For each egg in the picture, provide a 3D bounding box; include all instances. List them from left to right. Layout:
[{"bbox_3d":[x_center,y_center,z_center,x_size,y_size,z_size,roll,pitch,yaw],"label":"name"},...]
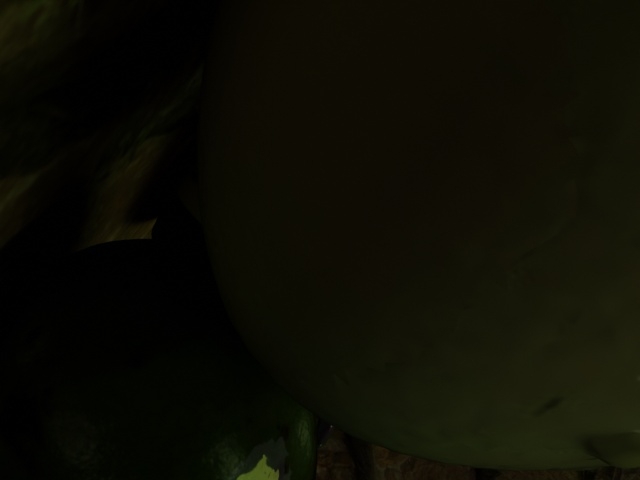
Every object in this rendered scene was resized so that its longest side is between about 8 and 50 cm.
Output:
[{"bbox_3d":[0.104,-0.056,0.448,0.340,0.354,0.354,-42,176,-6],"label":"egg"}]

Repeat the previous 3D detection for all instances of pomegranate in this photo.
[{"bbox_3d":[-0.113,0.104,0.502,0.225,0.187,0.187,-23,175,-4],"label":"pomegranate"}]

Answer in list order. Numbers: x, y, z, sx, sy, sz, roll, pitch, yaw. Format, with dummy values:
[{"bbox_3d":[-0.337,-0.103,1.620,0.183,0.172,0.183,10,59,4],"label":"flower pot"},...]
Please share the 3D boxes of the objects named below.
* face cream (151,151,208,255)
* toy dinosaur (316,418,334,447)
[{"bbox_3d":[0.000,0.000,0.674,0.111,0.206,0.206,-59,177,11],"label":"face cream"},{"bbox_3d":[0.038,-0.050,0.871,0.330,0.129,0.383,-55,-153,9],"label":"toy dinosaur"}]
